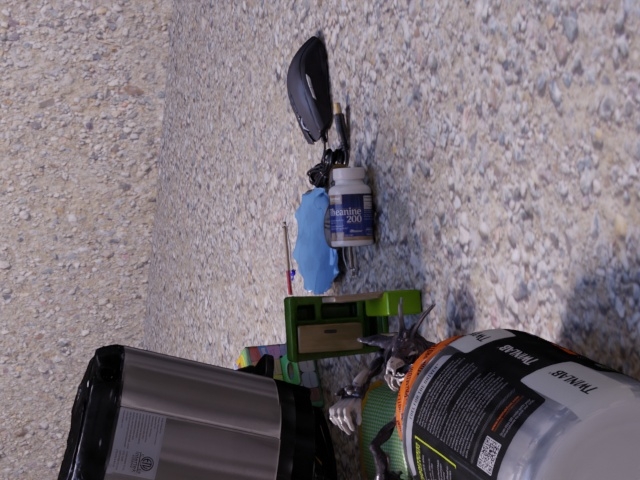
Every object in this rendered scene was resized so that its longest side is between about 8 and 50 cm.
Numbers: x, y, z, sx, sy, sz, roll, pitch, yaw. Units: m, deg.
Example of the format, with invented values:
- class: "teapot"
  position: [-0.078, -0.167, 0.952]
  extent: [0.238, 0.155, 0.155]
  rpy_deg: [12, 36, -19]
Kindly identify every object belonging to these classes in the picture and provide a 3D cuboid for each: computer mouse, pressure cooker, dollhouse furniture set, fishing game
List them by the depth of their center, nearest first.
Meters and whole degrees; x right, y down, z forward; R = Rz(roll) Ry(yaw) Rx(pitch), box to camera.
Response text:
- class: "dollhouse furniture set"
  position: [0.052, 0.225, 1.752]
  extent: [0.197, 0.151, 0.302]
  rpy_deg: [167, 99, -72]
- class: "pressure cooker"
  position: [-0.178, 0.371, 1.823]
  extent: [0.375, 0.420, 0.370]
  rpy_deg: [-117, 42, -71]
- class: "computer mouse"
  position: [-0.011, -0.224, 2.039]
  extent: [0.184, 0.060, 0.262]
  rpy_deg: [160, 106, -73]
- class: "fishing game"
  position: [0.000, 0.000, 2.077]
  extent: [0.264, 0.041, 0.189]
  rpy_deg: [151, 115, -62]

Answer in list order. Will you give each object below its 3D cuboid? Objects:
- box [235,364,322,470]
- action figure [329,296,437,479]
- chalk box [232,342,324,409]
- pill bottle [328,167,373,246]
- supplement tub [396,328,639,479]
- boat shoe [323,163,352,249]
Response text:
- class: "box"
  position: [-0.121, 0.416, 2.090]
  extent: [0.257, 0.079, 0.322]
  rpy_deg: [-48, 69, 30]
- class: "action figure"
  position: [0.109, 0.222, 1.574]
  extent: [0.141, 0.164, 0.276]
  rpy_deg: [-35, -53, -60]
- class: "chalk box"
  position: [-0.080, 0.267, 2.209]
  extent: [0.213, 0.132, 0.132]
  rpy_deg: [118, 145, -58]
- class: "pill bottle"
  position: [0.046, -0.051, 1.870]
  extent: [0.067, 0.067, 0.120]
  rpy_deg: [177, 90, -72]
- class: "supplement tub"
  position: [0.207, 0.203, 1.170]
  extent: [0.338, 0.207, 0.207]
  rpy_deg: [-156, 64, -70]
- class: "boat shoe"
  position: [0.038, -0.053, 1.935]
  extent: [0.050, 0.045, 0.135]
  rpy_deg: [10, 97, 31]
